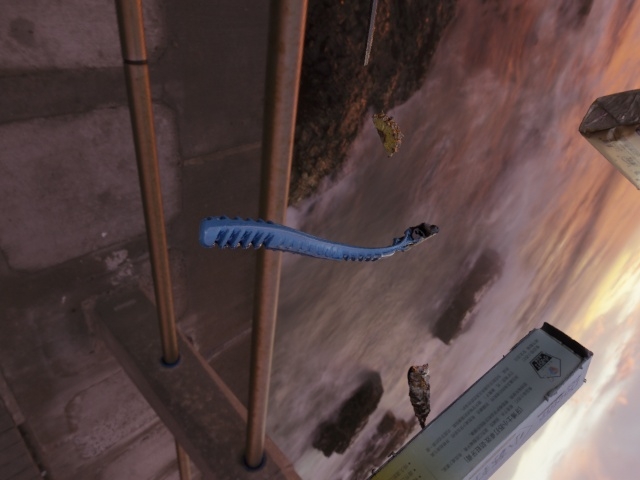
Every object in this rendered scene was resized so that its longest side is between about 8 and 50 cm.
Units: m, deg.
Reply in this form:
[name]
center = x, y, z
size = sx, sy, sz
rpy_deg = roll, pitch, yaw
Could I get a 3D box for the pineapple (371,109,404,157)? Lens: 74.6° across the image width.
[pineapple]
center = 0.123, -0.191, 0.748
size = 0.019, 0.045, 0.083
rpy_deg = -31, 104, -27

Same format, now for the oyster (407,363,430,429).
[oyster]
center = 0.140, 0.213, 0.593
size = 0.086, 0.029, 0.132
rpy_deg = -56, 140, -66

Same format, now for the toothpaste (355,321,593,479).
[toothpaste]
center = 0.169, 0.220, 0.469
size = 0.313, 0.071, 0.089
rpy_deg = -36, 134, -13

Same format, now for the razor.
[razor]
center = 0.000, 0.000, 0.455
size = 0.253, 0.042, 0.082
rpy_deg = 5, 161, -18

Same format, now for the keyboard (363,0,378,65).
[keyboard]
center = 0.077, -0.331, 0.594
size = 0.198, 0.010, 0.063
rpy_deg = 84, 19, -79

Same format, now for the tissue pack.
[tissue pack]
center = 0.579, -0.166, 0.694
size = 0.222, 0.186, 0.090
rpy_deg = 27, 81, -22
